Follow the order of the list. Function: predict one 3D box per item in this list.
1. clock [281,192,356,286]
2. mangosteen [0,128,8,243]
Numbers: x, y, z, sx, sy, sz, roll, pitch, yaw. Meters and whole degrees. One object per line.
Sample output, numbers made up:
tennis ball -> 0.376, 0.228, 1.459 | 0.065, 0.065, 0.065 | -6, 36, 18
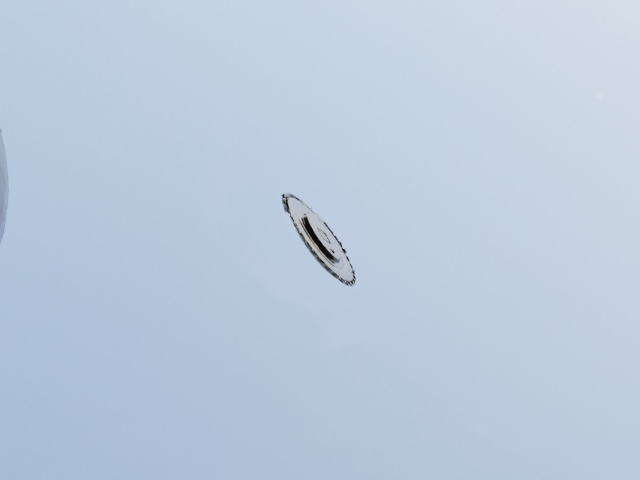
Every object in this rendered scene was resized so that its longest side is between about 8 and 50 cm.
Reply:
clock -> 0.000, 0.000, 0.899 | 0.010, 0.074, 0.083 | -39, -127, 14
mangosteen -> -0.411, -0.038, 0.957 | 0.306, 0.306, 0.359 | 33, -157, 20
